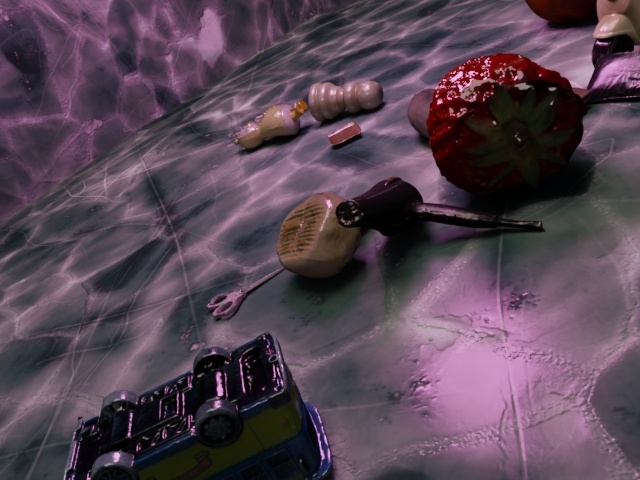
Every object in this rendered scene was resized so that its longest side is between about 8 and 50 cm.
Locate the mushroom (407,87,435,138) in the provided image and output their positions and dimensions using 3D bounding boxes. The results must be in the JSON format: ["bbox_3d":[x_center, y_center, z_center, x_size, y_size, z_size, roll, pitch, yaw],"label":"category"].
[{"bbox_3d":[0.322,-0.325,1.536,0.177,0.126,0.397,-23,25,-17],"label":"mushroom"}]

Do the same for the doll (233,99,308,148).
[{"bbox_3d":[-0.181,-0.399,2.088,0.296,0.117,0.141,-15,26,19],"label":"doll"}]

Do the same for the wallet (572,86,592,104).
[{"bbox_3d":[0.544,-0.307,1.400,0.152,0.039,0.118,-37,29,-11],"label":"wallet"}]

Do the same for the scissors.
[{"bbox_3d":[-0.157,0.106,1.299,0.189,0.015,0.100,-32,26,-15],"label":"scissors"}]

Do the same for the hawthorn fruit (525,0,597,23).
[{"bbox_3d":[0.800,-0.890,1.844,0.402,0.403,0.403,-20,28,11],"label":"hawthorn fruit"}]

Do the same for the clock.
[{"bbox_3d":[0.791,-0.599,1.470,0.379,0.277,0.120,-34,29,-22],"label":"clock"}]

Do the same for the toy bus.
[{"bbox_3d":[-0.162,0.277,0.813,0.312,0.190,0.152,-26,26,-1],"label":"toy bus"}]

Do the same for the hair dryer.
[{"bbox_3d":[0.226,-0.049,1.109,0.359,0.120,0.303,8,7,25],"label":"hair dryer"}]

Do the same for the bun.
[{"bbox_3d":[0.000,0.000,1.226,0.193,0.127,0.179,-13,53,52],"label":"bun"}]

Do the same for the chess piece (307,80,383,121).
[{"bbox_3d":[0.092,-0.476,1.998,0.243,0.133,0.133,-3,35,29],"label":"chess piece"}]

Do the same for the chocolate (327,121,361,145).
[{"bbox_3d":[0.076,-0.315,1.822,0.100,0.031,0.065,-30,45,-1],"label":"chocolate"}]

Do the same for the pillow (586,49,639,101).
[{"bbox_3d":[0.703,-0.370,1.342,0.208,0.055,0.141,15,73,51],"label":"pillow"}]

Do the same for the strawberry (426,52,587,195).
[{"bbox_3d":[0.356,-0.233,1.203,0.291,0.292,0.310,-18,12,14],"label":"strawberry"}]
